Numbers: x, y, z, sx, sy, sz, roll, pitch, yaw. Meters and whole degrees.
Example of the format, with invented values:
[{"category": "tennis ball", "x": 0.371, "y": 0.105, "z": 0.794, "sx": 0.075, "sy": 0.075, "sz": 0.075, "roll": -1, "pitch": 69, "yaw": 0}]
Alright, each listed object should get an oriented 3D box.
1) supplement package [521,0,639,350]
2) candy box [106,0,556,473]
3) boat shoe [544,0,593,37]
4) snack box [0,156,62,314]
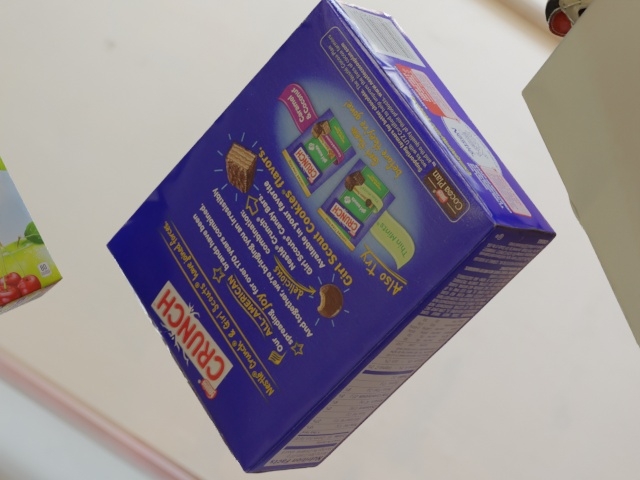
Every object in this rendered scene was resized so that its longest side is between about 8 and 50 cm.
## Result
[{"category": "supplement package", "x": 0.262, "y": -0.071, "z": 0.839, "sx": 0.263, "sy": 0.198, "sz": 0.199, "roll": -52, "pitch": 31, "yaw": 26}, {"category": "candy box", "x": 0.000, "y": 0.000, "z": 1.648, "sx": 0.317, "sy": 0.268, "sz": 0.122, "roll": -45, "pitch": -28, "yaw": 22}, {"category": "boat shoe", "x": 0.197, "y": -0.165, "z": 1.368, "sx": 0.137, "sy": 0.049, "sz": 0.043, "roll": 156, "pitch": 126, "yaw": -67}, {"category": "snack box", "x": -0.360, "y": 0.004, "z": 1.691, "sx": 0.207, "sy": 0.174, "sz": 0.070, "roll": -24, "pitch": -5, "yaw": -32}]
